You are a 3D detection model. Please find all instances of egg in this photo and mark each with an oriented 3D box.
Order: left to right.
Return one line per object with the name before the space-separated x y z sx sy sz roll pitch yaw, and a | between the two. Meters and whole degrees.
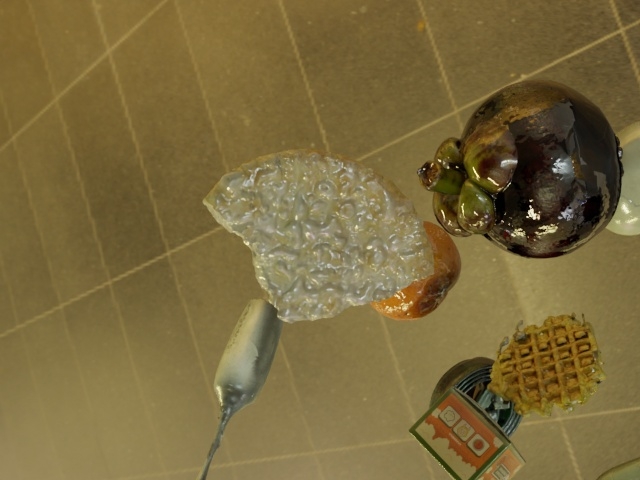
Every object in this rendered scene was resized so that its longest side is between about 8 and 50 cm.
egg | 0.562 -0.110 1.399 0.151 0.151 0.209 26 122 37

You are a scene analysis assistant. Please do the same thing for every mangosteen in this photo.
mangosteen | 0.336 -0.101 1.287 0.313 0.297 0.297 -38 71 15

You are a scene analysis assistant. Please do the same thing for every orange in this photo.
orange | 0.198 0.070 1.661 0.170 0.224 0.224 41 124 37

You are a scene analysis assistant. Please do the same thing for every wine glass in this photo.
wine glass | -0.104 0.182 0.928 0.074 0.074 0.262 -13 46 44

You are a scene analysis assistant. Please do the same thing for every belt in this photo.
belt | 0.371 0.413 1.913 0.206 0.116 0.267 41 88 -13

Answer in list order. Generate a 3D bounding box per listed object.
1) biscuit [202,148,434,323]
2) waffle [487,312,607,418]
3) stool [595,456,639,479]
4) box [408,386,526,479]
biscuit | 0.000 0.000 0.846 0.188 0.265 0.040 -65 13 7
waffle | 0.492 0.268 1.677 0.262 0.280 0.060 21 145 53
stool | 0.648 0.463 1.431 0.199 0.195 0.195 -49 50 31
box | 0.320 0.441 1.684 0.148 0.195 0.177 -45 54 -4
